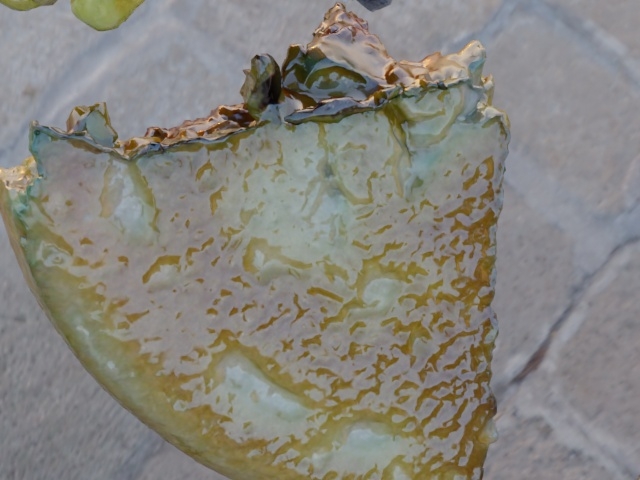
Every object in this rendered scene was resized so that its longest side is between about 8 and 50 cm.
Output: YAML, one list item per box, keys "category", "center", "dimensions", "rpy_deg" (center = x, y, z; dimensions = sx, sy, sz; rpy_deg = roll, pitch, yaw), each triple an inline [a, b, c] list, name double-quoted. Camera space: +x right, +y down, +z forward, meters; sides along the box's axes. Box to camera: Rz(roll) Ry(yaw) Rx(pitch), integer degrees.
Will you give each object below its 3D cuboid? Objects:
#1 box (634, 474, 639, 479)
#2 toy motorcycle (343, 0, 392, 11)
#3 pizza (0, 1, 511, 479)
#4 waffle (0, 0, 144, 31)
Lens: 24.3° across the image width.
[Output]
- category: "box"
  center: [0.330, 0.227, 1.181]
  dimensions: [0.210, 0.129, 0.148]
  rpy_deg: [-19, 69, -32]
- category: "toy motorcycle"
  center: [-0.018, -0.204, 0.877]
  dimensions: [0.151, 0.228, 0.074]
  rpy_deg: [42, 104, -19]
- category: "pizza"
  center: [0.000, 0.000, 0.676]
  dimensions: [0.289, 0.081, 0.228]
  rpy_deg: [35, 98, -24]
- category: "waffle"
  center: [-0.057, -0.212, 0.561]
  dimensions: [0.065, 0.309, 0.283]
  rpy_deg: [26, 62, -39]
